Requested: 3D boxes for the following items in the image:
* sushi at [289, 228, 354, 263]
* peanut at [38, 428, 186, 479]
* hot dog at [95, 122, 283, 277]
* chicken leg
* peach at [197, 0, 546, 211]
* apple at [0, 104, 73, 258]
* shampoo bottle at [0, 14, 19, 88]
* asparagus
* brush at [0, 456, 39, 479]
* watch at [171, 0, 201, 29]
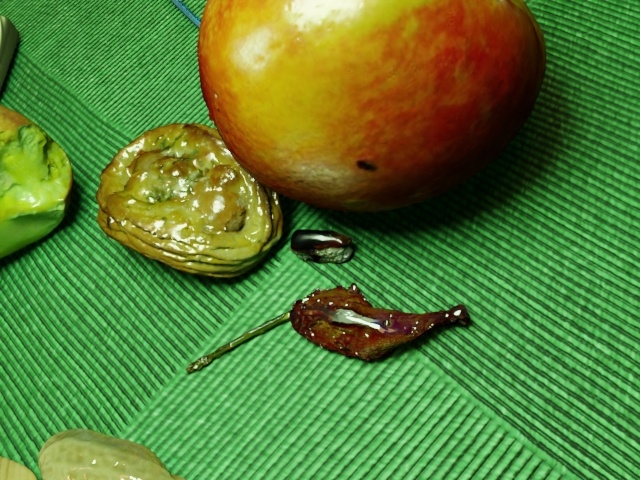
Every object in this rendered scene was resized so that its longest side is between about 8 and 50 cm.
[{"bbox_3d":[0.000,0.000,0.831,0.083,0.046,0.044,3,61,22],"label":"sushi"},{"bbox_3d":[-0.234,0.262,0.732,0.194,0.093,0.083,10,103,28],"label":"peanut"},{"bbox_3d":[-0.179,-0.053,0.886,0.272,0.122,0.196,24,70,32],"label":"hot dog"},{"bbox_3d":[0.059,0.091,0.756,0.205,0.053,0.093,14,52,23],"label":"chicken leg"},{"bbox_3d":[0.045,-0.205,0.752,0.388,0.388,0.388,-9,58,15],"label":"peach"},{"bbox_3d":[-0.487,-0.074,0.943,0.246,0.246,0.226,20,77,29],"label":"apple"},{"bbox_3d":[-0.646,-0.264,1.209,0.126,0.084,0.350,-6,59,15],"label":"shampoo bottle"},{"bbox_3d":[-0.093,0.120,0.814,0.166,0.013,0.016,-27,44,2],"label":"asparagus"},{"bbox_3d":[-0.385,0.331,0.707,0.174,0.267,0.166,1,88,-20],"label":"brush"},{"bbox_3d":[-0.232,-0.488,1.211,0.275,0.068,0.276,21,69,24],"label":"watch"}]
